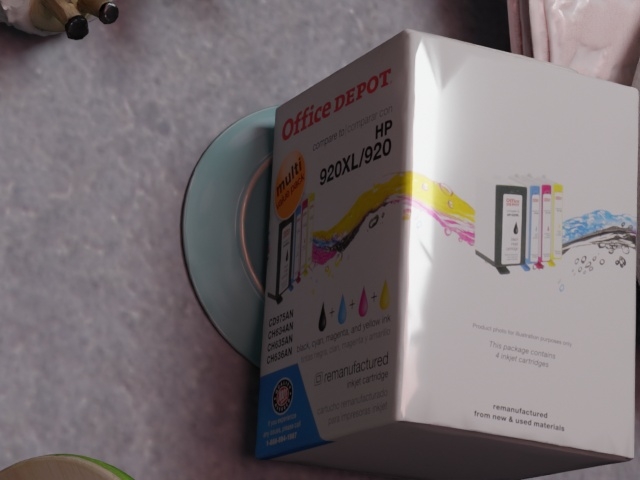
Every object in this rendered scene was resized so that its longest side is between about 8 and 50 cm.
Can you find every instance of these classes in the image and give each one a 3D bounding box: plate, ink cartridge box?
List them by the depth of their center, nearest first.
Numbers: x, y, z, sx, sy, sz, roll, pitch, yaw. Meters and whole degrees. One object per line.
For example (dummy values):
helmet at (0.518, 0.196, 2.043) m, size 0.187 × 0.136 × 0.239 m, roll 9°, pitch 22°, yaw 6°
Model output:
ink cartridge box at (0.075, 0.018, 1.208) m, size 0.168 × 0.171 × 0.232 m, roll 12°, pitch 72°, yaw -28°
plate at (0.000, 0.000, 1.285) m, size 0.188 × 0.024 × 0.188 m, roll 7°, pitch 75°, yaw -28°

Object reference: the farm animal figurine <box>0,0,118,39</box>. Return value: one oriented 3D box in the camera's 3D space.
farm animal figurine at (-0.074, -0.310, 1.190) m, size 0.330 × 0.172 × 0.326 m, roll -22°, pitch 131°, yaw -25°

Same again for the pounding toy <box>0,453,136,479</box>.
pounding toy at (-0.120, 0.240, 1.090) m, size 0.110 × 0.183 × 0.236 m, roll 21°, pitch 66°, yaw -53°

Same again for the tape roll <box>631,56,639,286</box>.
tape roll at (0.372, -0.062, 1.418) m, size 0.392 × 0.072 × 0.392 m, roll -5°, pitch 98°, yaw -37°

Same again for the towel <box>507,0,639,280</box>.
towel at (0.274, -0.144, 1.415) m, size 0.332 × 0.053 × 0.316 m, roll -15°, pitch 104°, yaw -32°
